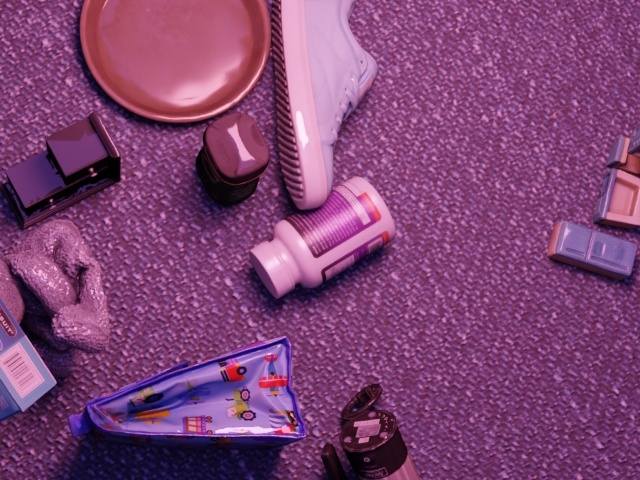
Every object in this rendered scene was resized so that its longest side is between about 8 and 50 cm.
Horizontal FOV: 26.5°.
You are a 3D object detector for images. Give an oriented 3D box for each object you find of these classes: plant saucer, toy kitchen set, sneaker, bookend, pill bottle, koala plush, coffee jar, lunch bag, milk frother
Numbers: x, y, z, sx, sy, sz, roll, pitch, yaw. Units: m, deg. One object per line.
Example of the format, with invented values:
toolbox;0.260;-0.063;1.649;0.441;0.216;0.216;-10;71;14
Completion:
plant saucer;-0.211;-0.302;1.981;0.278;0.041;0.278;1;80;-8
toy kitchen set;0.434;-0.068;1.975;0.122;0.166;0.207;17;78;-6
sneaker;0.015;-0.217;1.930;0.150;0.135;0.366;0;69;-9
bookend;-0.358;-0.095;1.861;0.156;0.157;0.072;-28;85;-13
pill bottle;0.000;0.000;1.925;0.193;0.108;0.108;-31;86;-13
koala plush;-0.417;0.072;1.788;0.221;0.196;0.203;-2;72;-29
coffee jar;-0.123;-0.113;1.886;0.079;0.184;0.096;-25;85;-12
lunch bag;-0.185;0.228;1.797;0.293;0.221;0.138;-9;81;-11
milk frother;0.084;0.291;1.898;0.143;0.129;0.134;-51;129;-41

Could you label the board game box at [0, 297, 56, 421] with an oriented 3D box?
board game box;-0.525;0.147;1.692;0.336;0.079;0.254;-28;97;31
